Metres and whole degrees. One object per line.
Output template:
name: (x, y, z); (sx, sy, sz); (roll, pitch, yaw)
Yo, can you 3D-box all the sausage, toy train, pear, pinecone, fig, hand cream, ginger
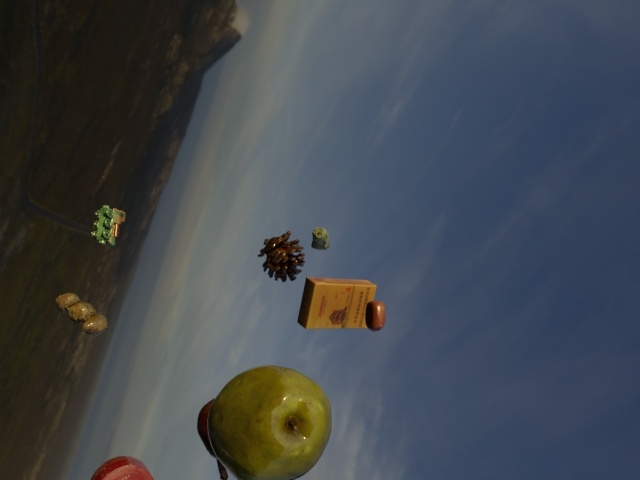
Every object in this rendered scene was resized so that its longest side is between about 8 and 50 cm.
sausage: (0.165, 0.222, 1.515); (0.059, 0.054, 0.094); (-20, -119, 52)
toy train: (-0.873, -0.056, 2.117); (0.074, 0.118, 0.175); (-12, -113, 21)
pear: (-0.111, 0.387, 1.093); (0.307, 0.253, 0.252); (-23, -129, 65)
pinecone: (-0.138, 0.062, 1.907); (0.179, 0.150, 0.195); (-36, -122, 36)
fig: (-0.283, 0.641, 1.628); (0.191, 0.191, 0.290); (-177, -103, -73)
hand cream: (-0.612, 0.773, 1.576); (0.125, 0.193, 0.193); (-9, -116, 62)
ginger: (-0.846, 0.258, 1.811); (0.080, 0.204, 0.104); (-55, 169, 8)

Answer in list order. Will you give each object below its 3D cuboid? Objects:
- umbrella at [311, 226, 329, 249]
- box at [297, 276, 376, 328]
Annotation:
umbrella: (0.000, 0.000, 1.750); (0.062, 0.067, 0.143); (62, -10, 19)
box: (0.063, 0.229, 1.867); (0.076, 0.274, 0.174); (24, -74, 57)
